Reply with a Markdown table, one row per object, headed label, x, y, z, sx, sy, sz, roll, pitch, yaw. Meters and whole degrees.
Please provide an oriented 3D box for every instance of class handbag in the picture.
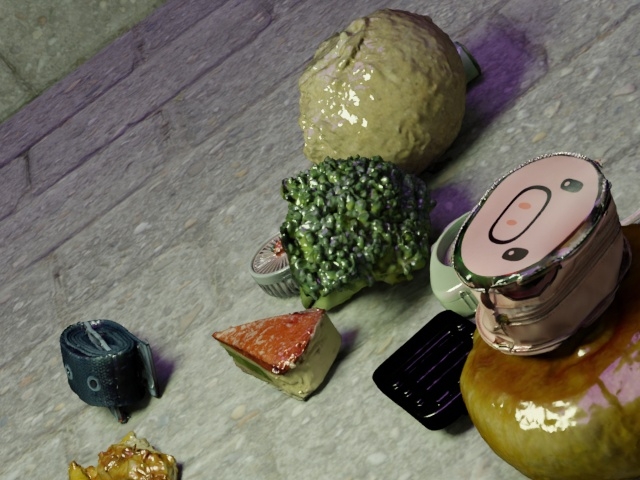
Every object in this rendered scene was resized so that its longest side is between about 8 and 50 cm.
| label | x | y | z | sx | sy | sz | roll | pitch | yaw |
| --- | --- | --- | --- | --- | --- | --- | --- | --- | --- |
| handbag | 0.237 | 0.014 | 1.478 | 0.205 | 0.116 | 0.179 | -47 | 34 | -15 |

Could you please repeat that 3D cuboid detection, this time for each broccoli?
| label | x | y | z | sx | sy | sz | roll | pitch | yaw |
| --- | --- | --- | --- | --- | --- | --- | --- | --- | --- |
| broccoli | 0.046 | 0.012 | 1.995 | 0.288 | 0.245 | 0.248 | -23 | 50 | -31 |

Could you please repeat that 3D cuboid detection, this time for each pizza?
| label | x | y | z | sx | sy | sz | roll | pitch | yaw |
| --- | --- | --- | --- | --- | --- | --- | --- | --- | --- |
| pizza | -0.288 | 0.348 | 2.006 | 0.134 | 0.056 | 0.271 | -55 | 32 | -13 |

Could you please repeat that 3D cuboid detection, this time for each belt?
| label | x | y | z | sx | sy | sz | roll | pitch | yaw |
| --- | --- | --- | --- | --- | --- | --- | --- | --- | --- |
| belt | -0.350 | 0.211 | 2.228 | 0.122 | 0.128 | 0.218 | -15 | 18 | -22 |

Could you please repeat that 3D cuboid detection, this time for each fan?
| label | x | y | z | sx | sy | sz | roll | pitch | yaw |
| --- | --- | --- | --- | --- | --- | --- | --- | --- | --- |
| fan | 0.000 | 0.000 | 2.171 | 0.244 | 0.074 | 0.130 | -32 | 27 | 2 |

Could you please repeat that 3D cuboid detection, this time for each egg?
| label | x | y | z | sx | sy | sz | roll | pitch | yaw |
| --- | --- | --- | --- | --- | --- | --- | --- | --- | --- |
| egg | 0.099 | -0.227 | 2.186 | 0.279 | 0.279 | 0.310 | -4 | 44 | 47 |

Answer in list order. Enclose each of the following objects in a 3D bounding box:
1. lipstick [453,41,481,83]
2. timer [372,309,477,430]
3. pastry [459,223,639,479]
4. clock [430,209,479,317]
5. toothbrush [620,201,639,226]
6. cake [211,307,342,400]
| label | x | y | z | sx | sy | sz | roll | pitch | yaw |
| --- | --- | --- | --- | --- | --- | --- | --- | --- | --- |
| lipstick | 0.136 | -0.228 | 2.349 | 0.304 | 0.076 | 0.076 | -36 | 28 | 4 |
| timer | 0.158 | 0.168 | 1.755 | 0.144 | 0.055 | 0.187 | -40 | 24 | -8 |
| pastry | 0.324 | 0.127 | 1.509 | 0.356 | 0.164 | 0.356 | -24 | 35 | 18 |
| clock | 0.226 | 0.013 | 1.893 | 0.151 | 0.062 | 0.191 | -29 | 28 | 18 |
| toothbrush | 0.339 | 0.015 | 1.797 | 0.307 | 0.025 | 0.029 | -35 | 19 | 5 |
| cake | -0.076 | 0.177 | 1.979 | 0.220 | 0.086 | 0.116 | -15 | 33 | 35 |
